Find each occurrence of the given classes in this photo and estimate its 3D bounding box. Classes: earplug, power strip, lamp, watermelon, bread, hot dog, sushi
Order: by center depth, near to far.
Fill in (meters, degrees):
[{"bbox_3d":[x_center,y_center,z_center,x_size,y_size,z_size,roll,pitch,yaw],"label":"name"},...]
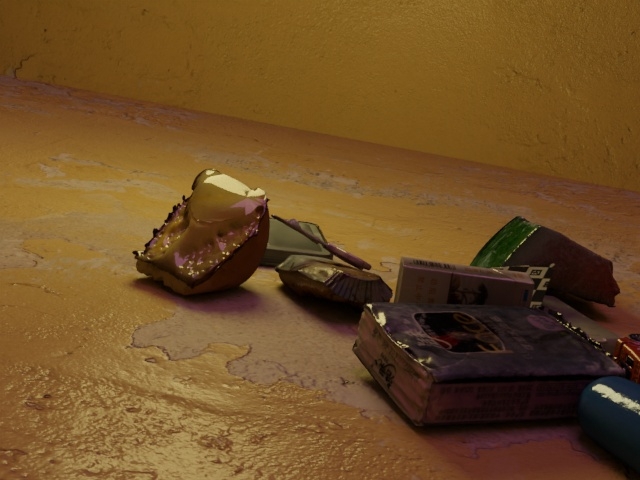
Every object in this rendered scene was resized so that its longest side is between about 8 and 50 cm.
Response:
[{"bbox_3d":[0.469,0.273,1.568,0.133,0.132,0.273,1,13,-26],"label":"earplug"},{"bbox_3d":[0.453,0.161,2.102,0.118,0.046,0.270,2,17,-22],"label":"power strip"},{"bbox_3d":[0.021,0.082,2.102,0.163,0.081,0.270,10,4,-32],"label":"hot dog"},{"bbox_3d":[-0.202,0.008,2.105,0.204,0.162,0.262,22,62,36],"label":"bread"},{"bbox_3d":[0.341,0.121,2.112,0.193,0.040,0.210,-4,29,23],"label":"sushi"},{"bbox_3d":[0.461,0.032,2.331,0.302,0.151,0.264,11,2,-4],"label":"watermelon"},{"bbox_3d":[-0.118,-0.004,2.398,0.267,0.047,0.269,5,16,-9],"label":"lamp"}]

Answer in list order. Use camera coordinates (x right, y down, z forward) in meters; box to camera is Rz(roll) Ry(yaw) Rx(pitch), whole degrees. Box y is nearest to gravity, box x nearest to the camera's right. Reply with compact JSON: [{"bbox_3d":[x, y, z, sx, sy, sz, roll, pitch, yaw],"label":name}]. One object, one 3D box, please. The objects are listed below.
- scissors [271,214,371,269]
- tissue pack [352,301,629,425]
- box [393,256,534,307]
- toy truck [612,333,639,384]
[{"bbox_3d":[0.000,0.001,2.110,0.212,0.021,0.110,32,-6,-8],"label":"scissors"},{"bbox_3d":[0.261,0.193,1.749,0.362,0.122,0.259,4,19,-24],"label":"tissue pack"},{"bbox_3d":[0.246,0.119,1.948,0.233,0.149,0.067,8,18,-2],"label":"box"},{"bbox_3d":[0.612,0.225,1.840,0.253,0.107,0.114,3,17,-13],"label":"toy truck"}]
